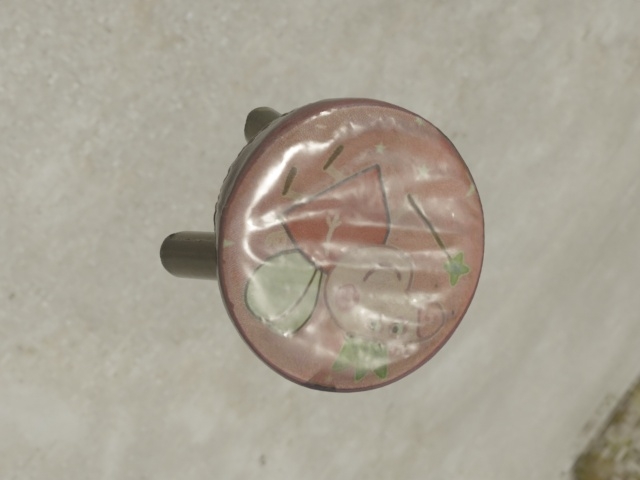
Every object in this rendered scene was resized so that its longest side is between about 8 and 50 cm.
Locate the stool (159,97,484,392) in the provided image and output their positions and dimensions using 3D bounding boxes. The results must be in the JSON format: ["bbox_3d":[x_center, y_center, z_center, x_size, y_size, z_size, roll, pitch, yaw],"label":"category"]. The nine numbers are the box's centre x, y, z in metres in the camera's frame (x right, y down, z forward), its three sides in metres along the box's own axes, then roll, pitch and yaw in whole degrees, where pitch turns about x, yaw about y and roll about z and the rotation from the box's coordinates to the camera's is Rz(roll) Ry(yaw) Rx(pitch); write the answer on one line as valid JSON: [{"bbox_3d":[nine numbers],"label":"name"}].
[{"bbox_3d":[0.000,0.000,1.303,0.272,0.272,0.178,-51,-156,-14],"label":"stool"}]
